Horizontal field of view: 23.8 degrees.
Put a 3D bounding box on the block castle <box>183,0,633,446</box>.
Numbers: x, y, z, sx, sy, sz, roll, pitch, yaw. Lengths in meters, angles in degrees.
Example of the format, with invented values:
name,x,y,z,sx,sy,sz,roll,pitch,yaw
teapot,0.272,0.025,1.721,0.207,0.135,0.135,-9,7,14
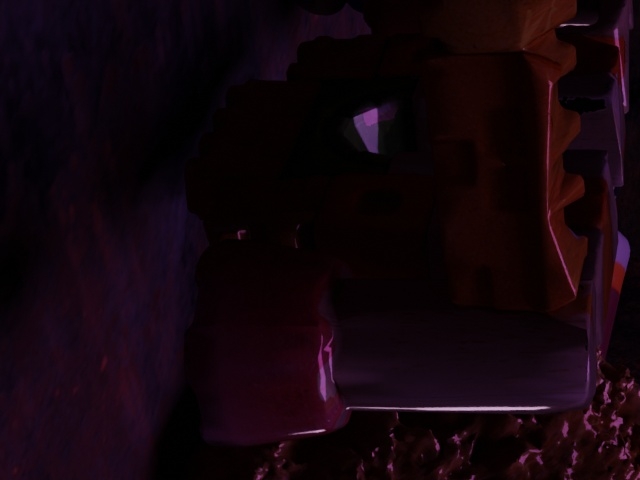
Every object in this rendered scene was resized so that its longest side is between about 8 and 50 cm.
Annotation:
name,x,y,z,sx,sy,sz,roll,pitch,yaw
block castle,0.029,-0.140,0.710,0.453,0.212,0.303,-69,154,-56

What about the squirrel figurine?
name,x,y,z,sx,sy,sz,roll,pitch,yaw
squirrel figurine,0.099,0.228,0.981,0.397,0.370,0.281,89,19,-45

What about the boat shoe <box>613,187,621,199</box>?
name,x,y,z,sx,sy,sz,roll,pitch,yaw
boat shoe,0.144,-0.139,1.403,0.340,0.158,0.127,61,41,-28

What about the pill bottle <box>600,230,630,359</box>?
name,x,y,z,sx,sy,sz,roll,pitch,yaw
pill bottle,0.115,0.161,1.303,0.224,0.224,0.392,41,63,-75
